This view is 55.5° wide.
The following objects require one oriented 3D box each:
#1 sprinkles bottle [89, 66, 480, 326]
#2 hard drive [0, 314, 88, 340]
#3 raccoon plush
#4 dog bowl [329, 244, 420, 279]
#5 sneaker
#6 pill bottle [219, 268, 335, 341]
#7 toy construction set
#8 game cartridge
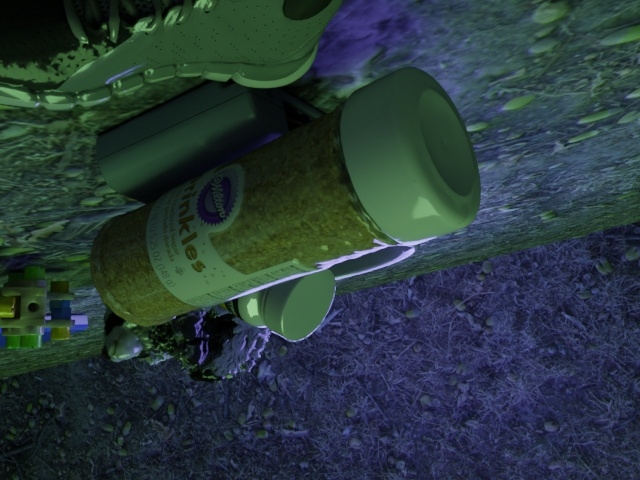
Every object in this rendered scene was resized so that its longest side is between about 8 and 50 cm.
[{"bbox_3d":[-0.049,-0.018,0.522,0.355,0.121,0.121,-20,166,35],"label":"sprinkles bottle"},{"bbox_3d":[-0.737,0.214,1.410,0.210,0.040,0.318,-17,168,22],"label":"hard drive"},{"bbox_3d":[-0.213,0.132,1.216,0.446,0.216,0.299,-12,-171,-42],"label":"raccoon plush"},{"bbox_3d":[0.000,0.000,0.983,0.348,0.102,0.349,-12,168,-3],"label":"dog bowl"},{"bbox_3d":[-0.075,-0.137,0.304,0.228,0.086,0.132,-17,169,-36],"label":"sneaker"},{"bbox_3d":[-0.090,0.037,0.777,0.208,0.119,0.119,26,-168,33],"label":"pill bottle"},{"bbox_3d":[-0.532,0.110,0.883,0.327,0.151,0.215,-14,178,-22],"label":"toy construction set"},{"bbox_3d":[-0.073,-0.078,0.646,0.198,0.062,0.297,-22,166,24],"label":"game cartridge"}]
